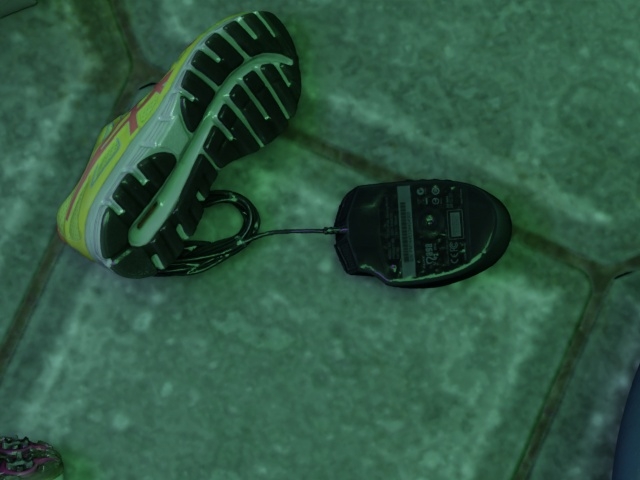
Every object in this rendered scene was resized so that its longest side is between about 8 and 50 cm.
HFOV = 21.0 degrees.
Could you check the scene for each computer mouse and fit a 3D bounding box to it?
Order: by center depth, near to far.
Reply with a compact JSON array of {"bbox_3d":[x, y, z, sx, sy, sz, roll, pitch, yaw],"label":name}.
[{"bbox_3d":[0.000,0.000,1.094,0.242,0.041,0.071,-1,73,6],"label":"computer mouse"}]

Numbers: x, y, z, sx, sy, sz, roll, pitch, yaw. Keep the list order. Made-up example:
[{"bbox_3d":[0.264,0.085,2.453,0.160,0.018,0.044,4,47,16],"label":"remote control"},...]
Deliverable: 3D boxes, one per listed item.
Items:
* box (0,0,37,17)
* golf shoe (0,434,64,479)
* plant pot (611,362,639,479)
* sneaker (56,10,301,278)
[{"bbox_3d":[-0.258,-0.178,1.042,0.130,0.170,0.091,-25,85,-4],"label":"box"},{"bbox_3d":[-0.241,0.179,1.054,0.186,0.067,0.086,-20,112,-6],"label":"golf shoe"},{"bbox_3d":[0.301,0.094,0.988,0.290,0.290,0.195,0,46,-1],"label":"plant pot"},{"bbox_3d":[-0.095,-0.068,1.078,0.208,0.094,0.081,-51,121,-25],"label":"sneaker"}]
